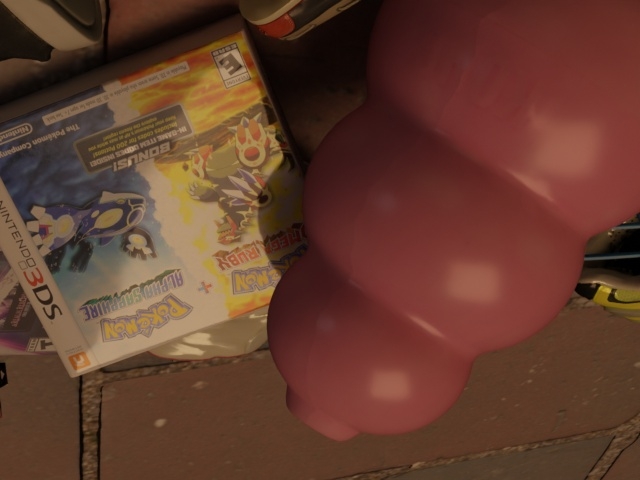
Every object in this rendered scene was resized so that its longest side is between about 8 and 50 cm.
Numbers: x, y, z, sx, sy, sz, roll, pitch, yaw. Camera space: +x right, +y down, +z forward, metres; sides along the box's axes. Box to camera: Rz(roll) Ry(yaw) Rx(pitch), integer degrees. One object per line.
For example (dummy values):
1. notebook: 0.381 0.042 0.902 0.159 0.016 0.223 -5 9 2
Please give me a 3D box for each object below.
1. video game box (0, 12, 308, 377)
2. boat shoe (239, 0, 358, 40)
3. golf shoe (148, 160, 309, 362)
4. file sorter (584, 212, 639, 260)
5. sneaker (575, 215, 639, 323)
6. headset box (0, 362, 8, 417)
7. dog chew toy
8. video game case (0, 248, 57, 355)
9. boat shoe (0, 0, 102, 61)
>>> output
1. video game box: -0.110 -0.025 0.867 0.205 0.048 0.187 -21 117 6
2. boat shoe: 0.016 -0.163 0.795 0.137 0.049 0.043 -29 150 22
3. golf shoe: 0.000 0.000 0.985 0.306 0.115 0.140 -11 129 -23
4. file sorter: 0.224 -0.074 0.979 0.118 0.104 0.170 -3 145 -22
5. sneaker: 0.351 -0.040 1.055 0.147 0.145 0.384 5 140 -32
6. headset box: -0.295 0.116 1.067 0.083 0.062 0.032 -9 148 -11
7. dog chew toy: 0.084 -0.028 0.803 0.332 0.206 0.206 -57 141 1
8. video game case: -0.285 0.028 0.973 0.274 0.026 0.196 0 144 -27
9. boat shoe: -0.205 -0.159 0.621 0.091 0.114 0.302 -18 153 11
